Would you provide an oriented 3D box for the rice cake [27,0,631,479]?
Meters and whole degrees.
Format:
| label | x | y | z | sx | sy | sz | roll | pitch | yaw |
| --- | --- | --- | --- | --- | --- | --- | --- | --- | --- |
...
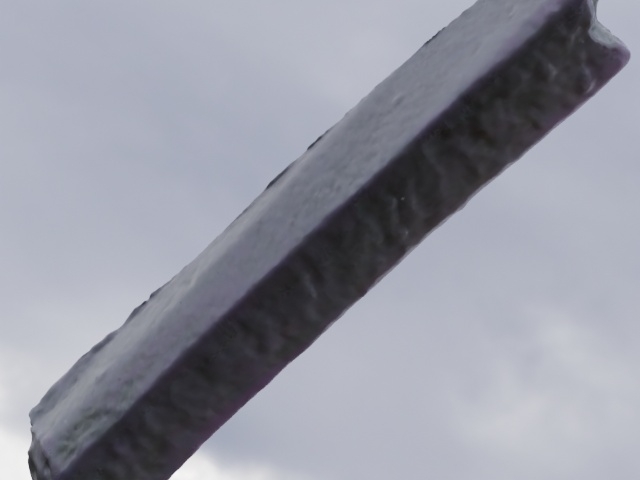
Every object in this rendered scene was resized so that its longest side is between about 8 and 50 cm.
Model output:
| label | x | y | z | sx | sy | sz | roll | pitch | yaw |
| --- | --- | --- | --- | --- | --- | --- | --- | --- | --- |
| rice cake | 0.000 | 0.000 | 0.715 | 0.365 | 0.073 | 0.056 | -43 | -59 | 11 |
